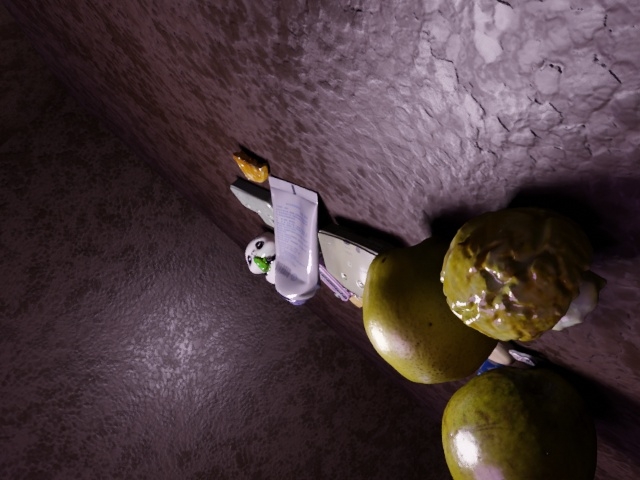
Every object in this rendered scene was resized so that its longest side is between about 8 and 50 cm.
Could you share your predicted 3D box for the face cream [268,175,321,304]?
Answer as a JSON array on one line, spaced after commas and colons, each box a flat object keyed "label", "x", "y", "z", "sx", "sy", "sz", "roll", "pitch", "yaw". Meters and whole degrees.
[{"label": "face cream", "x": -0.084, "y": 0.020, "z": 1.328, "sx": 0.234, "sy": 0.137, "sz": 0.421, "roll": 27, "pitch": 128, "yaw": 44}]

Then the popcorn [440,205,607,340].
[{"label": "popcorn", "x": 0.280, "y": 0.048, "z": 0.612, "sx": 0.183, "sy": 0.204, "sz": 0.221, "roll": 42, "pitch": 178, "yaw": -7}]

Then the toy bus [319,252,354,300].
[{"label": "toy bus", "x": 0.062, "y": 0.133, "z": 1.569, "sx": 0.199, "sy": 0.096, "sz": 0.108, "roll": 45, "pitch": 160, "yaw": -5}]

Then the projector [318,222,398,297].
[{"label": "projector", "x": 0.116, "y": 0.065, "z": 1.168, "sx": 0.269, "sy": 0.088, "sz": 0.194, "roll": 24, "pitch": 136, "yaw": 47}]

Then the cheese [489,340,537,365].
[{"label": "cheese", "x": 0.475, "y": 0.284, "z": 1.074, "sx": 0.092, "sy": 0.048, "sz": 0.171, "roll": 38, "pitch": 165, "yaw": -1}]

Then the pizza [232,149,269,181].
[{"label": "pizza", "x": -0.219, "y": -0.236, "z": 1.312, "sx": 0.131, "sy": 0.041, "sz": 0.178, "roll": 39, "pitch": 165, "yaw": -3}]

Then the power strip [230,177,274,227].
[{"label": "power strip", "x": -0.218, "y": -0.129, "z": 1.579, "sx": 0.264, "sy": 0.059, "sz": 0.194, "roll": 26, "pitch": 159, "yaw": 42}]

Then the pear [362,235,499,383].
[{"label": "pear", "x": 0.220, "y": 0.142, "z": 0.830, "sx": 0.294, "sy": 0.294, "sz": 0.294, "roll": 37, "pitch": 165, "yaw": 12}]

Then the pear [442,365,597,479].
[{"label": "pear", "x": 0.485, "y": 0.511, "z": 1.031, "sx": 0.351, "sy": 0.351, "sz": 0.414, "roll": 27, "pitch": 119, "yaw": 41}]

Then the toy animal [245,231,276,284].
[{"label": "toy animal", "x": -0.225, "y": 0.088, "z": 1.932, "sx": 0.266, "sy": 0.213, "sz": 0.212, "roll": 33, "pitch": 165, "yaw": 2}]

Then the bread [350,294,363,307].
[{"label": "bread", "x": 0.160, "y": 0.253, "z": 1.782, "sx": 0.070, "sy": 0.035, "sz": 0.083, "roll": 40, "pitch": 158, "yaw": 0}]

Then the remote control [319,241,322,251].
[{"label": "remote control", "x": 0.000, "y": 0.000, "z": 1.443, "sx": 0.073, "sy": 0.044, "sz": 0.229, "roll": 67, "pitch": 167, "yaw": -5}]

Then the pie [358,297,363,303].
[{"label": "pie", "x": 0.229, "y": 0.265, "z": 1.614, "sx": 0.218, "sy": 0.052, "sz": 0.185, "roll": 42, "pitch": 164, "yaw": -10}]

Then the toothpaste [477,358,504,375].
[{"label": "toothpaste", "x": 0.594, "y": 0.443, "z": 1.199, "sx": 0.272, "sy": 0.066, "sz": 0.053, "roll": 32, "pitch": 163, "yaw": 29}]
